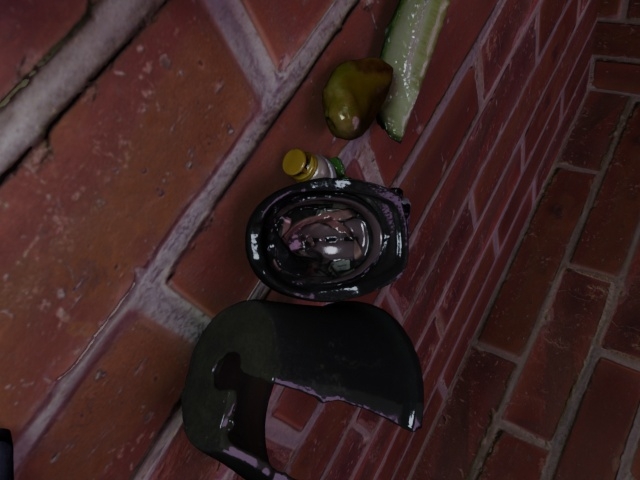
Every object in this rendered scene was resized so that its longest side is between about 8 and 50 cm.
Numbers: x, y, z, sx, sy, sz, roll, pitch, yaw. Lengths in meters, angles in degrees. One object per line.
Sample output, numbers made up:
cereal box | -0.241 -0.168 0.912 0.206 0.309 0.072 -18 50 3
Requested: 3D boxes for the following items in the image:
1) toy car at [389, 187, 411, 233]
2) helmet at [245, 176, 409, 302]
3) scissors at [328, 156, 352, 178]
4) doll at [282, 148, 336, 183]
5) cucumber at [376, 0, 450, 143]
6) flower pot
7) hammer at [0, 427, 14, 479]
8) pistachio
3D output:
toy car | 0.171 -0.042 1.214 0.070 0.080 0.170 -34 134 -47
helmet | 0.000 0.000 0.848 0.254 0.154 0.198 -5 91 -22
scissors | 0.051 -0.080 1.020 0.027 0.101 0.204 -24 153 -4
doll | -0.014 -0.108 0.889 0.127 0.073 0.084 20 96 -54
cucumber | 0.168 -0.356 1.009 0.145 0.105 0.325 -46 152 -81
flower pot | -0.063 0.235 0.822 0.251 0.379 0.379 31 81 -38
hammer | -0.375 0.343 0.611 0.137 0.037 0.289 -19 123 -52
pistachio | 0.058 -0.248 0.901 0.110 0.100 0.189 102 14 -60
